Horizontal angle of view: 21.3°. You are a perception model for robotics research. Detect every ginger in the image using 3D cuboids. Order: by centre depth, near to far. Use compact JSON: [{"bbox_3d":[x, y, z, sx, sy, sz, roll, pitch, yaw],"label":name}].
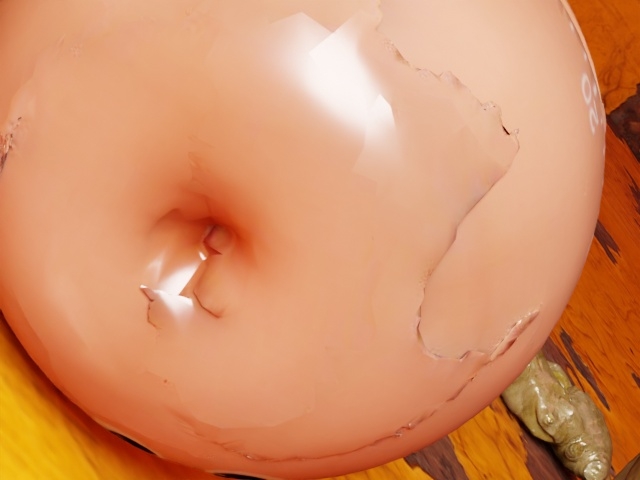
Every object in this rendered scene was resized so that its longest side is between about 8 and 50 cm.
[{"bbox_3d":[0.160,0.102,1.237,0.176,0.052,0.193,56,13,19],"label":"ginger"}]

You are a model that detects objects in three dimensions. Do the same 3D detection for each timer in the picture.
[{"bbox_3d":[-0.013,-0.030,0.618,0.230,0.229,0.215,55,22,-8],"label":"timer"}]

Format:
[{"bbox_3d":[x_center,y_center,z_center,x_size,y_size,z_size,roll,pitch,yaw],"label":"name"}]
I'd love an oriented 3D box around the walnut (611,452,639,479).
[{"bbox_3d":[0.289,0.231,0.945,0.333,0.333,0.333,51,16,-21],"label":"walnut"}]
